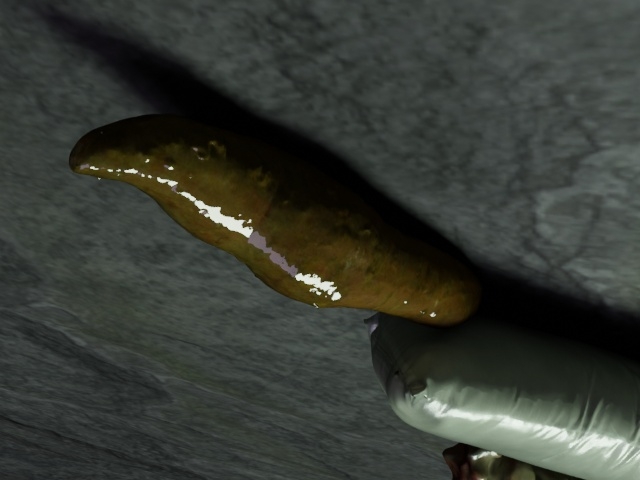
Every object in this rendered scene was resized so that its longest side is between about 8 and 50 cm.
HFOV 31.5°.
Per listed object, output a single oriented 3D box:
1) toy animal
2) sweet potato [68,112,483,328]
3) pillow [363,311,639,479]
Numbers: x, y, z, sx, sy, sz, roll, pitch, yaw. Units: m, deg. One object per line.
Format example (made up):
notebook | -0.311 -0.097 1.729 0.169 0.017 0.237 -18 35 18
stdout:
toy animal | 0.214 0.220 0.933 0.158 0.097 0.312 10 163 36
sweet potato | 0.000 0.000 0.544 0.067 0.067 0.274 -12 153 43
pillow | 0.151 0.099 0.656 0.254 0.078 0.144 17 179 -12
